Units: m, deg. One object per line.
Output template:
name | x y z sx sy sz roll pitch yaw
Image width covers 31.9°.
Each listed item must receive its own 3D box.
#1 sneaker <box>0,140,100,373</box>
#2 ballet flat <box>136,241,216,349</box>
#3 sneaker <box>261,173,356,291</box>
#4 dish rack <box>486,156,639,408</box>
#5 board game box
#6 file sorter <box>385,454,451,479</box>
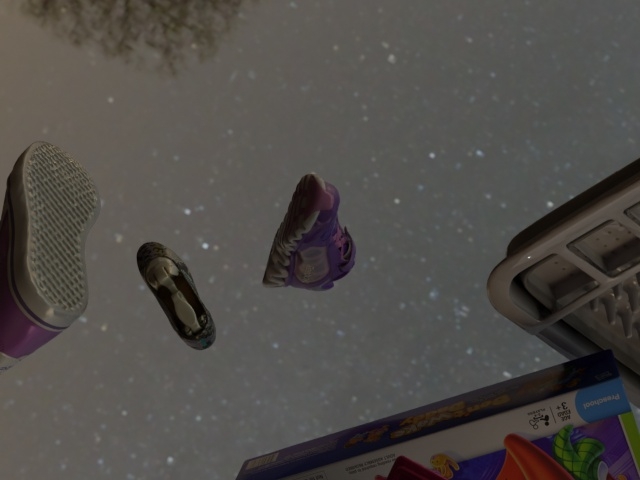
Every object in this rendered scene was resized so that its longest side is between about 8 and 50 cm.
sneaker | -0.318 0.018 1.156 0.161 0.102 0.282 -41 -150 24
ballet flat | -0.130 0.045 0.996 0.041 0.041 0.114 -43 -107 32
sneaker | 0.000 0.000 1.382 0.236 0.104 0.095 117 -10 -63
dish rack | 0.336 0.030 0.952 0.285 0.333 0.072 -35 -146 33
board game box | 0.125 0.261 0.975 0.347 0.233 0.078 -19 -171 12
file sorter | 0.101 0.311 0.619 0.202 0.182 0.291 18 -101 53
